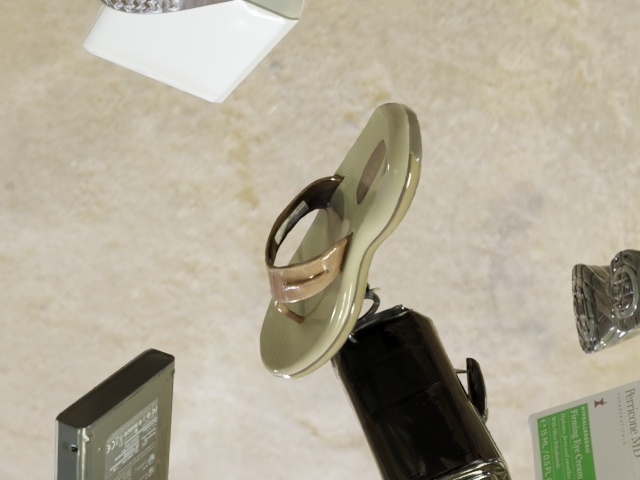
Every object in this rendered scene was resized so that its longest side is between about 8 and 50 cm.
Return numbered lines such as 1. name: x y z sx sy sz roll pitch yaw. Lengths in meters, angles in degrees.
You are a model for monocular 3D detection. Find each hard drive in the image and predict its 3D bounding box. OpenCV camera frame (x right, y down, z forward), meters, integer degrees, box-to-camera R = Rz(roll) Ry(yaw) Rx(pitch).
1. hard drive: -0.166 -0.269 1.808 0.203 0.040 0.307 21 161 -15
2. hard drive: -0.118 0.141 0.831 0.022 0.094 0.135 17 117 22

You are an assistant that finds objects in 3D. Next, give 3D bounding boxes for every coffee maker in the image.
1. coffee maker: 0.077 0.158 1.257 0.120 0.178 0.171 -40 137 16

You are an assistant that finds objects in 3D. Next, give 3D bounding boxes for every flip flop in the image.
1. flip flop: 0.000 0.000 1.189 0.080 0.112 0.277 6 134 -25

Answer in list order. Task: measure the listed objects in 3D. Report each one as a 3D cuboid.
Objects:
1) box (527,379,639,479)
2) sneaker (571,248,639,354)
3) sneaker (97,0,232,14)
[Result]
1. box: 0.196 0.165 0.938 0.087 0.101 0.102 -21 133 24
2. sneaker: 0.365 0.068 1.622 0.130 0.286 0.109 -4 86 -10
3. sneaker: -0.016 -0.228 0.956 0.290 0.106 0.123 -1 71 11
